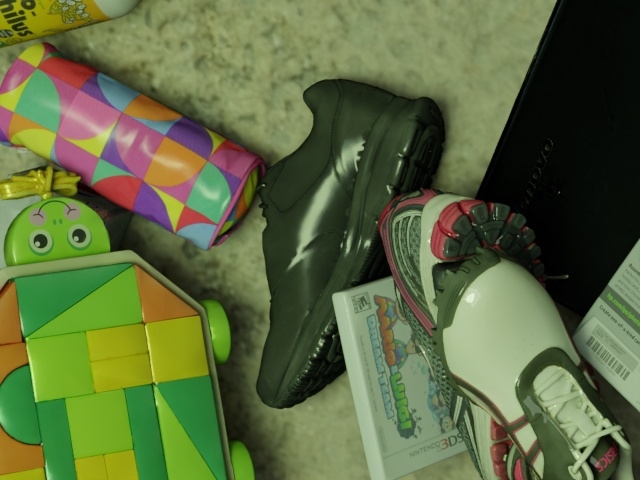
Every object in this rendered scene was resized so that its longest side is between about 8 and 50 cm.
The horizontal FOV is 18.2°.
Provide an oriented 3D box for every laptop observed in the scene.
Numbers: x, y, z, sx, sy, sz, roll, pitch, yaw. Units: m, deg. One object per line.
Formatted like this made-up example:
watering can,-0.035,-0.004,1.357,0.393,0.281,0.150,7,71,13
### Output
laptop,0.391,-0.074,1.589,0.408,0.236,0.382,18,102,-18

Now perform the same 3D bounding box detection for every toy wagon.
toy wagon,-0.196,0.109,1.588,0.267,0.068,0.344,-8,86,-25

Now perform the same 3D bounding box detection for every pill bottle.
pill bottle,-0.219,-0.233,1.669,0.208,0.117,0.118,-12,93,14

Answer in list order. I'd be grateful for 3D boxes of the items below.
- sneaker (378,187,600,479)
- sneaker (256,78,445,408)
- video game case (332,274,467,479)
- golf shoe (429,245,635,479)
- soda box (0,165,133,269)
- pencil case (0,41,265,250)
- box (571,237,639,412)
sneaker,0.137,0.086,1.604,0.121,0.112,0.299,-32,119,-25
sneaker,0.000,0.000,1.660,0.130,0.109,0.286,24,95,20
video game case,0.078,0.104,1.626,0.019,0.143,0.157,-9,94,45
golf shoe,0.177,0.120,1.499,0.105,0.120,0.273,-40,122,-18
soda box,-0.264,0.084,1.728,0.098,0.091,0.286,24,101,8
pencil case,-0.164,-0.078,1.680,0.236,0.104,0.104,28,102,9
box,0.289,0.049,1.489,0.145,0.038,0.186,45,113,34
